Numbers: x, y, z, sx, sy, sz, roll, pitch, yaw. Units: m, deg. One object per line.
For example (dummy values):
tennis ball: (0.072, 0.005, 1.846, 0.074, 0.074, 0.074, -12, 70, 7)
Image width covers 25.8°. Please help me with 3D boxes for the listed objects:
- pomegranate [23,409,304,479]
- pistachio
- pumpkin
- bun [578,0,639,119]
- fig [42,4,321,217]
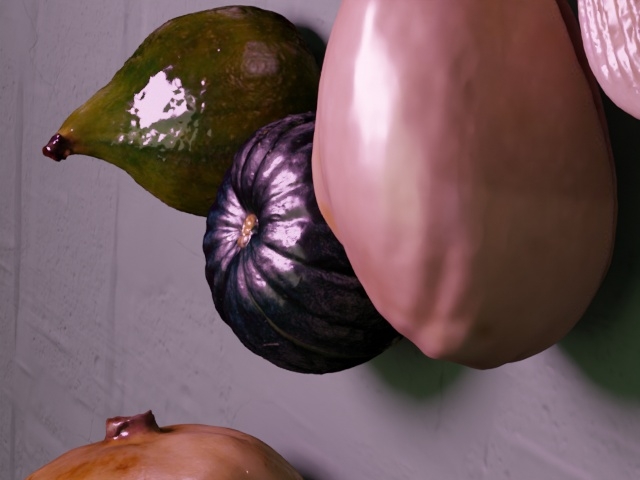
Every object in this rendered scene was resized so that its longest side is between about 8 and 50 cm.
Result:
pomegranate: (-0.156, 0.311, 1.264, 0.332, 0.332, 0.332, 8, 100, 58)
pistachio: (0.095, -0.071, 0.943, 0.214, 0.193, 0.318, 1, 102, 28)
pumpkin: (0.000, 0.000, 1.137, 0.220, 0.162, 0.220, -18, 68, 52)
bun: (0.237, -0.174, 0.776, 0.237, 0.116, 0.210, 132, 135, -53)
fig: (-0.132, -0.121, 1.264, 0.203, 0.235, 0.203, -179, 90, -67)
